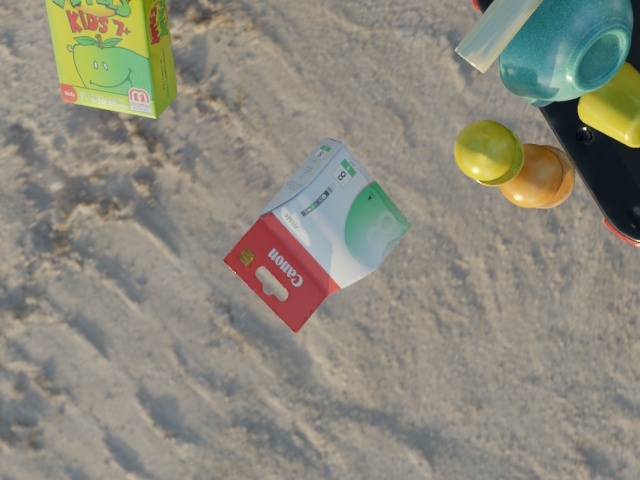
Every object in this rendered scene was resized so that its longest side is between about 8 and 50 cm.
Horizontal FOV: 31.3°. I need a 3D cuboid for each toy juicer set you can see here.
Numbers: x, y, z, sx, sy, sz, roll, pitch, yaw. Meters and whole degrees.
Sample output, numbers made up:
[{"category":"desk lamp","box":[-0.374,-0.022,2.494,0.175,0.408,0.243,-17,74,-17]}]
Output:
[{"category":"toy juicer set","box":[0.181,-0.153,0.969,0.209,0.329,0.089,-39,53,-4]}]

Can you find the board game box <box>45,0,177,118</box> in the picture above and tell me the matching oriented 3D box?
[{"category":"board game box","box":[-0.175,-0.194,0.934,0.092,0.043,0.181,12,129,17]}]

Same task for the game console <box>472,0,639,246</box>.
[{"category":"game console","box":[0.343,-0.211,1.105,0.342,0.060,0.386,-36,81,40]}]

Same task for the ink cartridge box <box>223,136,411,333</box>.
[{"category":"ink cartridge box","box":[0.000,0.000,1.564,0.056,0.224,0.181,21,158,52]}]
